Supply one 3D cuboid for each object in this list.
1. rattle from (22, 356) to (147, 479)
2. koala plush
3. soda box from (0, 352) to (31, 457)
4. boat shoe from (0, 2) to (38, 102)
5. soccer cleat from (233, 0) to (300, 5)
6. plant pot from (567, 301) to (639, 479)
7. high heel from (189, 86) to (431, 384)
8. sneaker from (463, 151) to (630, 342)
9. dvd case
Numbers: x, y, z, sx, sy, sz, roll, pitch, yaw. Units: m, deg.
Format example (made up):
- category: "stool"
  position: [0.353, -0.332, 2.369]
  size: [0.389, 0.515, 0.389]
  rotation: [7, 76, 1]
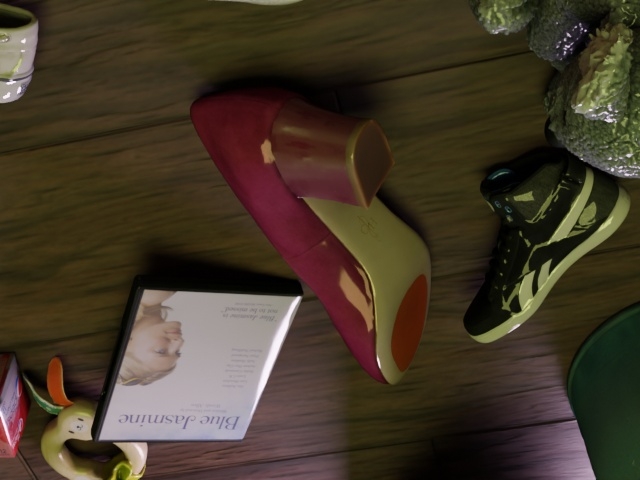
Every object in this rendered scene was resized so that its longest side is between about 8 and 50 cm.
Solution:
- category: "rattle"
  position: [-0.285, 0.251, 1.302]
  size: [0.130, 0.142, 0.199]
  rotation: [6, 138, 21]
- category: "koala plush"
  position: [0.240, -0.135, 0.892]
  size: [0.203, 0.221, 0.196]
  rotation: [-26, 124, 28]
- category: "soda box"
  position: [-0.472, 0.189, 1.289]
  size: [0.263, 0.083, 0.092]
  rotation: [-1, 129, 4]
- category: "boat shoe"
  position: [-0.373, -0.194, 0.962]
  size: [0.268, 0.096, 0.088]
  rotation: [17, 124, -13]
- category: "soccer cleat"
  position: [-0.071, -0.317, 0.831]
  size: [0.143, 0.116, 0.331]
  rotation: [-5, 130, 6]
- category: "plant pot"
  position: [0.411, 0.233, 1.177]
  size: [0.272, 0.255, 0.271]
  rotation: [1, 129, 1]
- category: "high heel"
  position: [0.000, 0.000, 1.127]
  size: [0.181, 0.127, 0.377]
  rotation: [15, 140, 28]
- category: "sneaker"
  position: [0.184, -0.003, 1.113]
  size: [0.121, 0.079, 0.217]
  rotation: [32, 116, -18]
- category: "dvd case"
  position: [-0.139, 0.136, 1.238]
  size: [0.180, 0.022, 0.253]
  rotation: [3, 132, -23]
